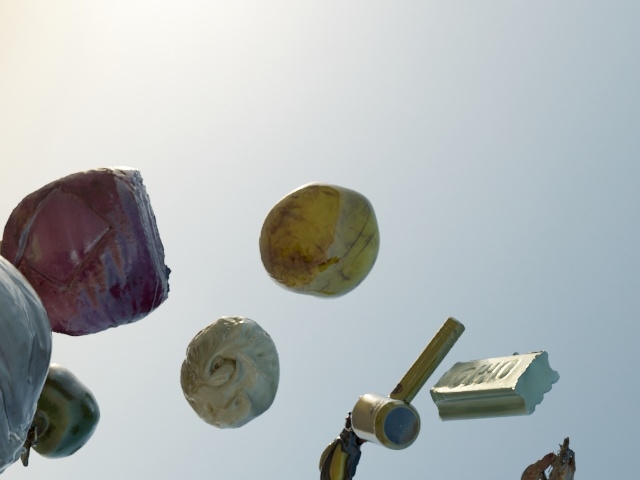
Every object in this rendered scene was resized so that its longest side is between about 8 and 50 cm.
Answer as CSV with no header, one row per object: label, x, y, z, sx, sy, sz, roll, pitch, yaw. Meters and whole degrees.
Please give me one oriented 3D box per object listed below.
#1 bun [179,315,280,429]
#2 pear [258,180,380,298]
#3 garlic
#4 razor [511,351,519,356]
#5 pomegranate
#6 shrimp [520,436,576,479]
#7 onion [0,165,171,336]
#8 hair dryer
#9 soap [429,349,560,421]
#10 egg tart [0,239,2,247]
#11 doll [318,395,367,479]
bun,-0.155,0.208,1.420,0.183,0.102,0.183,-7,-110,19
pear,0.000,0.000,1.994,0.281,0.281,0.280,-40,-137,52
garlic,-0.397,0.131,0.878,0.317,0.259,0.317,-46,-178,2
razor,0.390,0.288,1.860,0.040,0.068,0.135,-37,147,-54
pomegranate,-0.438,0.284,1.406,0.131,0.152,0.191,-44,-177,18
shrimp,0.449,0.462,1.740,0.101,0.042,0.190,31,-60,27
onion,-0.342,0.011,1.324,0.111,0.247,0.250,-20,-95,62
hair dryer,0.175,0.254,1.617,0.278,0.090,0.135,-50,-170,-16
soap,0.287,0.245,1.490,0.198,0.114,0.063,-19,-76,49
egg tart,-0.617,0.094,1.558,0.297,0.132,0.297,-54,173,-10
doll,0.063,0.498,2.136,0.248,0.088,0.127,-62,178,0
